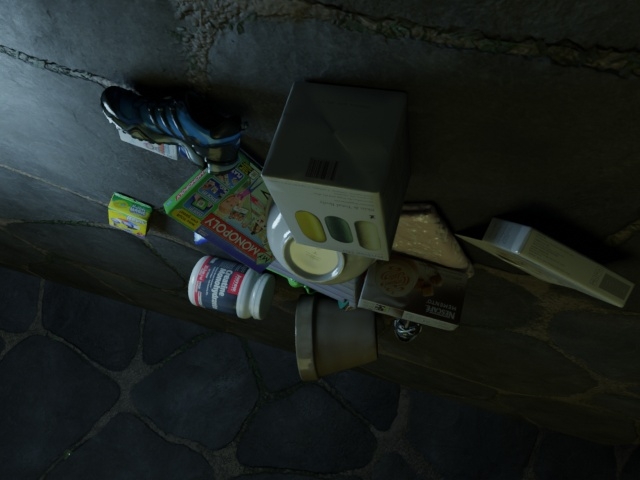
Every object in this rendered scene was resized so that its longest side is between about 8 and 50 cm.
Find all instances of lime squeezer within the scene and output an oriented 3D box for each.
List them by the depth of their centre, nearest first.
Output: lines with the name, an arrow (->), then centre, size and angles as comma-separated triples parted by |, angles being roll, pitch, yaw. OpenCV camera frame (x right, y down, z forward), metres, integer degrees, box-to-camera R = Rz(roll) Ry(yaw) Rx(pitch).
lime squeezer -> -0.064, 0.153, 1.920 | 0.310, 0.059, 0.110 | 25, 157, -21

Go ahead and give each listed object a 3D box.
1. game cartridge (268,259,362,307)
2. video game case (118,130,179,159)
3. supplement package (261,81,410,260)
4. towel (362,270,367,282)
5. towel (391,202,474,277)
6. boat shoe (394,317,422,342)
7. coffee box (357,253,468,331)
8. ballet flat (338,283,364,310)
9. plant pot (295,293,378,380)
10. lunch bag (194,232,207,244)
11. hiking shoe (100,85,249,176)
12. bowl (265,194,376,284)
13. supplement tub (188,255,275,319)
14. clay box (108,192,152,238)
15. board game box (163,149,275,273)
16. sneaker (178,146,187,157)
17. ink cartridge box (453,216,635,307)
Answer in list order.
game cartridge -> -0.045, 0.051, 1.544 | 0.355, 0.068, 0.230 | 23, 147, 18
video game case -> -0.395, -0.248, 1.249 | 0.143, 0.019, 0.157 | 20, 159, -5
supplement package -> 0.045, -0.117, 0.990 | 0.199, 0.198, 0.263 | 10, 158, 16
towel -> 0.000, 0.062, 1.622 | 0.275, 0.031, 0.199 | -6, 133, 46
towel -> 0.192, 0.007, 1.380 | 0.317, 0.053, 0.332 | 2, 155, 34
boat shoe -> 0.306, 0.288, 1.903 | 0.108, 0.102, 0.301 | 15, 159, 7
coffee box -> 0.233, 0.129, 1.386 | 0.246, 0.141, 0.098 | 16, 160, 5
ballet flat -> 0.138, 0.160, 1.757 | 0.106, 0.107, 0.316 | 0, 166, -11
plant pot -> 0.068, 0.352, 2.022 | 0.280, 0.323, 0.323 | -3, 155, 8
lunch bag -> -0.270, -0.063, 1.423 | 0.096, 0.151, 0.129 | 29, 156, -28
hiking shoe -> -0.288, -0.252, 1.087 | 0.304, 0.113, 0.132 | 24, 128, -1
bowl -> 0.000, 0.000, 1.227 | 0.298, 0.134, 0.298 | 8, 129, 11
supplement tub -> -0.318, 0.172, 1.972 | 0.272, 0.191, 0.191 | 13, 158, 11
clay box -> -0.620, -0.080, 1.781 | 0.127, 0.053, 0.222 | 22, 159, -12
board game box -> -0.179, -0.067, 1.304 | 0.317, 0.213, 0.046 | 38, -167, -43
sneaker -> -0.278, -0.203, 1.216 | 0.053, 0.059, 0.144 | 30, 156, -34
ink cartridge box -> 0.484, 0.036, 1.213 | 0.296, 0.066, 0.261 | 25, -177, -18
